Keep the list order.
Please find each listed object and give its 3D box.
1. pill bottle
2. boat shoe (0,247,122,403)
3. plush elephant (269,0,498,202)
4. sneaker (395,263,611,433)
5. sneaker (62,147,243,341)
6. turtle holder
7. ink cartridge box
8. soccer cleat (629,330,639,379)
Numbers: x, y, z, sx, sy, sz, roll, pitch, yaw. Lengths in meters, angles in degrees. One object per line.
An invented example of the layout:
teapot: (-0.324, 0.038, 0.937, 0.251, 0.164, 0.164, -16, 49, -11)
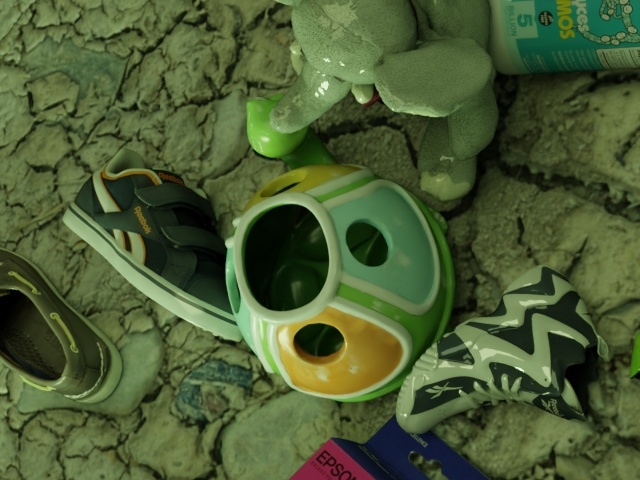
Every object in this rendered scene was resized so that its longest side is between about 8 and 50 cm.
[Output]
pill bottle: (0.307, -0.253, 1.532, 0.264, 0.146, 0.146, -1, 77, 26)
boat shoe: (-0.387, 0.091, 1.813, 0.324, 0.097, 0.116, 35, 94, 28)
plush elephant: (0.054, -0.195, 1.463, 0.272, 0.255, 0.330, 50, 133, 19)
sneaker: (0.200, 0.153, 1.510, 0.235, 0.094, 0.153, -38, 56, -1)
sneaker: (-0.180, -0.006, 1.706, 0.321, 0.126, 0.127, 36, 96, 37)
turtle holder: (0.016, 0.007, 1.563, 0.243, 0.227, 0.320, 6, 81, 28)
ink cartridge box: (0.002, 0.333, 1.503, 0.371, 0.069, 0.176, -42, 47, -12)
soccer cleat: (0.394, 0.136, 1.449, 0.179, 0.060, 0.072, 18, 96, 35)
